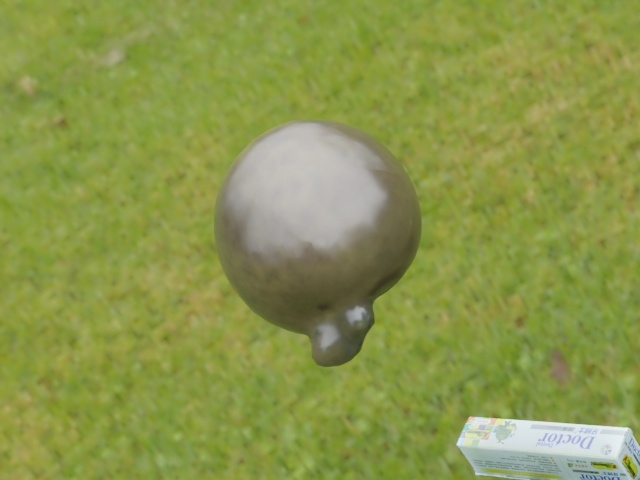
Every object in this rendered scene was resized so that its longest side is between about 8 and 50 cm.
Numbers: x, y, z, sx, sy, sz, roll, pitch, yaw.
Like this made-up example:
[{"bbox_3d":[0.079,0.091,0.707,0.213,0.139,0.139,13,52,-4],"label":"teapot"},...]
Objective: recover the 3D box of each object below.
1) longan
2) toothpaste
[{"bbox_3d":[0.000,0.000,0.828,0.106,0.106,0.119,-18,73,18],"label":"longan"},{"bbox_3d":[0.194,0.181,1.472,0.164,0.046,0.034,0,48,40],"label":"toothpaste"}]
